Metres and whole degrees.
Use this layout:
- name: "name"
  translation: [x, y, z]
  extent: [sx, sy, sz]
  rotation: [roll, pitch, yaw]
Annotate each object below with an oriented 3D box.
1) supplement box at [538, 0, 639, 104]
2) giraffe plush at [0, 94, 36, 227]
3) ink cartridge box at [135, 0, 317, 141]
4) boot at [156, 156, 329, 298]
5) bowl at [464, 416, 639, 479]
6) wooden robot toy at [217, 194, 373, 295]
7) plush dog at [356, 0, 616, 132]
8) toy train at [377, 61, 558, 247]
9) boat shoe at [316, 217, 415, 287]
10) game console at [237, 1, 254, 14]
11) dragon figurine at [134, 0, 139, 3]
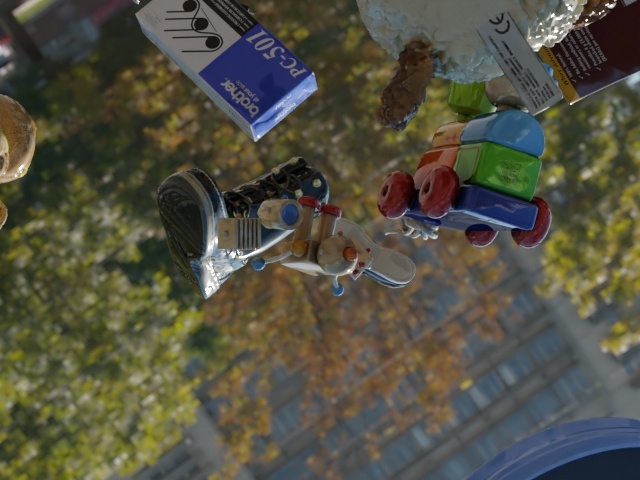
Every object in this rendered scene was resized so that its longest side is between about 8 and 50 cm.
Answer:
- name: "supplement box"
  translation: [0.283, -0.261, 1.323]
  extent: [0.129, 0.191, 0.194]
  rotation: [-34, -175, -26]
- name: "giraffe plush"
  translation: [-0.302, -0.071, 1.118]
  extent: [0.210, 0.181, 0.170]
  rotation: [15, -173, 26]
- name: "ink cartridge box"
  translation: [-0.109, -0.217, 1.611]
  extent: [0.097, 0.207, 0.046]
  rotation: [-41, 159, -11]
- name: "boot"
  translation: [-0.079, -0.044, 1.501]
  extent: [0.178, 0.085, 0.236]
  rotation: [-34, 160, -17]
- name: "bowl"
  translation: [0.284, 0.367, 1.550]
  extent: [0.391, 0.391, 0.077]
  rotation: [-34, -149, 2]
- name: "wooden robot toy"
  translation: [0.000, 0.000, 1.223]
  extent: [0.079, 0.173, 0.076]
  rotation: [3, -103, 52]
- name: "plush dog"
  translation: [0.107, -0.185, 1.000]
  extent: [0.225, 0.262, 0.210]
  rotation: [-36, 145, -73]
- name: "toy train"
  translation: [0.113, -0.075, 1.191]
  extent: [0.248, 0.105, 0.143]
  rotation: [-178, -75, -71]
- name: "boat shoe"
  translation: [0.050, 0.015, 1.605]
  extent: [0.046, 0.125, 0.038]
  rotation: [-64, 180, -22]
- name: "game console"
  translation: [-0.180, -0.371, 2.287]
  extent: [0.071, 0.122, 0.107]
  rotation: [104, 8, -65]
- name: "dragon figurine"
  translation: [-0.106, -0.334, 1.362]
  extent: [0.289, 0.144, 0.085]
  rotation: [-61, 161, 20]
